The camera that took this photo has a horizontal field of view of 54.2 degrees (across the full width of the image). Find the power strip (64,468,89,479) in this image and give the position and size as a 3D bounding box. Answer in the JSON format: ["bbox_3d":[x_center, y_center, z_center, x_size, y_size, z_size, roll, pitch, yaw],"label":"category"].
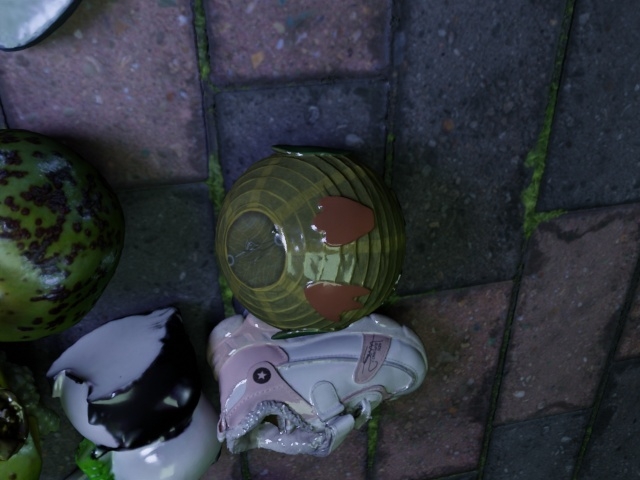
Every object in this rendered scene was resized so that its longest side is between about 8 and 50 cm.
[{"bbox_3d":[-0.359,0.396,1.071,0.192,0.035,0.081,-39,123,10],"label":"power strip"}]

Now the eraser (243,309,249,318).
[{"bbox_3d":[-0.034,0.101,0.989,0.151,0.023,0.103,17,117,-25],"label":"eraser"}]

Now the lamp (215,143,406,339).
[{"bbox_3d":[0.000,0.000,0.826,0.284,0.250,0.250,-10,134,-58],"label":"lamp"}]

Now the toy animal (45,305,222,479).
[{"bbox_3d":[-0.262,0.254,0.912,0.213,0.212,0.266,-14,117,-7],"label":"toy animal"}]

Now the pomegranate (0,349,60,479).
[{"bbox_3d":[-0.460,0.251,0.795,0.261,0.260,0.341,23,145,-26],"label":"pomegranate"}]

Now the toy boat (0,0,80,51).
[{"bbox_3d":[-0.281,-0.318,0.635,0.127,0.078,0.282,19,113,-28],"label":"toy boat"}]

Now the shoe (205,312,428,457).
[{"bbox_3d":[0.000,0.233,0.956,0.351,0.198,0.171,2,138,-10],"label":"shoe"}]

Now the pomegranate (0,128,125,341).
[{"bbox_3d":[-0.356,0.003,0.697,0.255,0.270,0.254,3,125,4],"label":"pomegranate"}]
